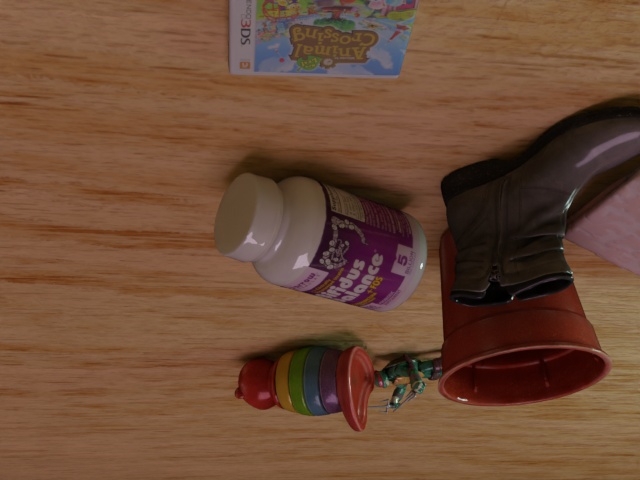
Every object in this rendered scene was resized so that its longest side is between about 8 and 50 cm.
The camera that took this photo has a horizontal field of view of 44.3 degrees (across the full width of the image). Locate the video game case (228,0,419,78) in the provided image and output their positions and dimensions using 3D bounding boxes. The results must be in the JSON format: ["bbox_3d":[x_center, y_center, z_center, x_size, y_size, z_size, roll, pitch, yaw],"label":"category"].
[{"bbox_3d":[0.002,-0.258,0.894,0.213,0.023,0.193,0,150,-7],"label":"video game case"}]

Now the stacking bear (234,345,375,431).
[{"bbox_3d":[-0.046,0.316,1.749,0.289,0.175,0.164,-5,129,21],"label":"stacking bear"}]

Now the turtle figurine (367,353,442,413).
[{"bbox_3d":[0.209,0.320,1.815,0.234,0.118,0.175,-15,166,-12],"label":"turtle figurine"}]

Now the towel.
[{"bbox_3d":[0.577,0.001,1.200,0.332,0.053,0.317,27,159,2],"label":"towel"}]

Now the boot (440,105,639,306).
[{"bbox_3d":[0.333,-0.033,1.118,0.338,0.222,0.118,-26,142,33],"label":"boot"}]

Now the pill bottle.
[{"bbox_3d":[0.000,0.000,1.191,0.302,0.169,0.169,17,144,-32],"label":"pill bottle"}]

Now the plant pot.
[{"bbox_3d":[0.314,0.107,1.313,0.273,0.265,0.272,-3,150,-2],"label":"plant pot"}]
